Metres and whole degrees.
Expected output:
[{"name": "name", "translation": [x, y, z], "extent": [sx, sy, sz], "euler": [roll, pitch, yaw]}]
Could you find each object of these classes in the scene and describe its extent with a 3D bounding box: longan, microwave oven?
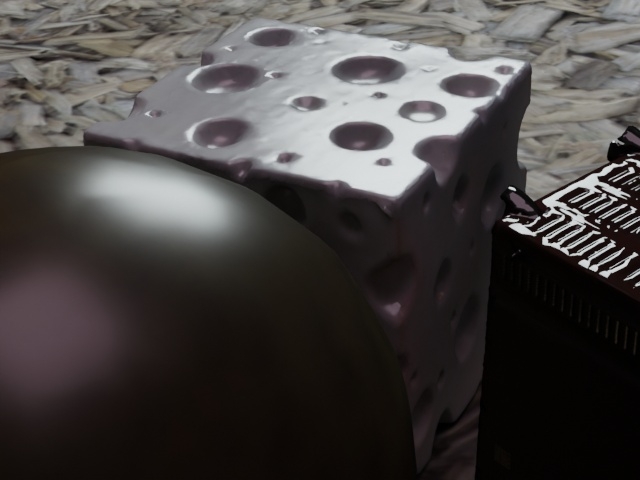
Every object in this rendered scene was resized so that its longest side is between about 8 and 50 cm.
[{"name": "longan", "translation": [-0.144, 0.130, 0.758], "extent": [0.404, 0.336, 0.405], "euler": [5, 65, -12]}, {"name": "microwave oven", "translation": [0.216, 0.083, 0.887], "extent": [0.188, 0.247, 0.178], "euler": [-29, 43, -34]}]

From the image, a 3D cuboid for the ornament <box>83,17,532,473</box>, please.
[{"name": "ornament", "translation": [0.000, 0.000, 1.038], "extent": [0.239, 0.240, 0.240], "euler": [13, 34, 24]}]
